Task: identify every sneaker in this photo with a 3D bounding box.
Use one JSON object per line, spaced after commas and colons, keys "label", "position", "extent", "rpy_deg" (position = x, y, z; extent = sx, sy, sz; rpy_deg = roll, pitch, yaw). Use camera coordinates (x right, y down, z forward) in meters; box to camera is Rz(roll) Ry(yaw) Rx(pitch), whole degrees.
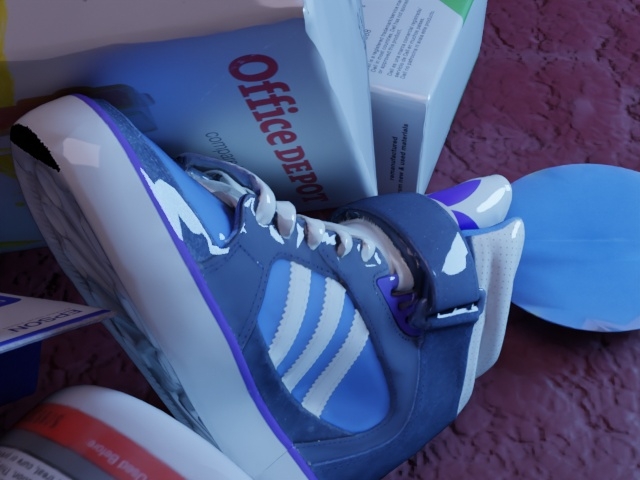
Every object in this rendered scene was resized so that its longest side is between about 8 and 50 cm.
{"label": "sneaker", "position": [0.000, 0.000, 0.584], "extent": [0.236, 0.323, 0.130], "rpy_deg": [-40, 39, -18]}

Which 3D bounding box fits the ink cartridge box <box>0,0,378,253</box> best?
{"label": "ink cartridge box", "position": [-0.172, -0.107, 0.610], "extent": [0.385, 0.279, 0.160], "rpy_deg": [-8, 73, 7]}

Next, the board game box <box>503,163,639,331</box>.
{"label": "board game box", "position": [0.196, 0.011, 0.758], "extent": [0.133, 0.033, 0.168], "rpy_deg": [-1, 45, 7]}

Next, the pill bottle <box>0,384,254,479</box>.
{"label": "pill bottle", "position": [-0.164, 0.254, 0.441], "extent": [0.210, 0.210, 0.363], "rpy_deg": [30, 56, 23]}

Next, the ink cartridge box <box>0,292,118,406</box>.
{"label": "ink cartridge box", "position": [-0.284, 0.067, 0.550], "extent": [0.371, 0.069, 0.176], "rpy_deg": [1, 14, 42]}

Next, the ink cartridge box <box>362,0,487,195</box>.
{"label": "ink cartridge box", "position": [-0.026, -0.169, 0.850], "extent": [0.289, 0.121, 0.211], "rpy_deg": [15, 52, 13]}
